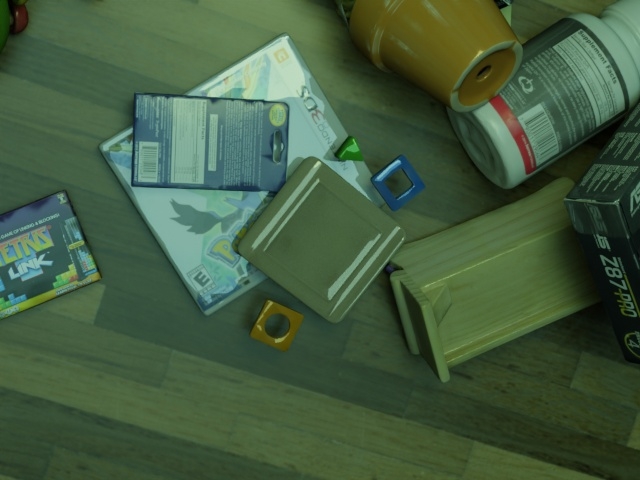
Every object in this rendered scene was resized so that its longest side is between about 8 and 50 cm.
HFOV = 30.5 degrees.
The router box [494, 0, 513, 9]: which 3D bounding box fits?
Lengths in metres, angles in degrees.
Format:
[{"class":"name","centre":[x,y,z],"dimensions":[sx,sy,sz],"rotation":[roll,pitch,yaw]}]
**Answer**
[{"class":"router box","centre":[0.282,-0.394,1.713],"dimensions":[0.038,0.092,0.122],"rotation":[36,86,-11]}]

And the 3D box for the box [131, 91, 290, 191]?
[{"class":"box","centre":[-0.159,-0.140,1.700],"dimensions":[0.225,0.036,0.136],"rotation":[2,93,-10]}]

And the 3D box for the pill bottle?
[{"class":"pill bottle","centre":[0.362,-0.229,1.754],"dimensions":[0.318,0.176,0.176],"rotation":[-32,99,-7]}]

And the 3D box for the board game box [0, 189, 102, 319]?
[{"class":"board game box","centre":[-0.421,0.022,1.694],"dimensions":[0.170,0.048,0.141],"rotation":[-23,99,-8]}]

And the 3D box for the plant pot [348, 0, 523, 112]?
[{"class":"plant pot","centre":[0.176,-0.286,1.639],"dimensions":[0.205,0.205,0.188],"rotation":[-37,64,-6]}]

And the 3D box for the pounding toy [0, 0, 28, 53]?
[{"class":"pounding toy","centre":[-0.455,-0.353,1.611],"dimensions":[0.110,0.183,0.237],"rotation":[-17,106,-32]}]

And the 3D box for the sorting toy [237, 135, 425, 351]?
[{"class":"sorting toy","centre":[0.000,0.000,1.735],"dimensions":[0.196,0.047,0.348],"rotation":[38,90,-17]}]

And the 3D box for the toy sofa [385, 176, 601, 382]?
[{"class":"toy sofa","centre":[0.290,0.054,1.792],"dimensions":[0.362,0.177,0.150],"rotation":[-23,121,-9]}]

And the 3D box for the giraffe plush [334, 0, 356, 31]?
[{"class":"giraffe plush","centre":[0.083,-0.416,1.685],"dimensions":[0.170,0.181,0.210],"rotation":[-24,106,0]}]

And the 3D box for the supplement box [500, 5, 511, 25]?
[{"class":"supplement box","centre":[0.243,-0.344,1.786],"dimensions":[0.083,0.056,0.083],"rotation":[1,94,-11]}]

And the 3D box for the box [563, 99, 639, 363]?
[{"class":"box","centre":[0.525,-0.060,1.709],"dimensions":[0.395,0.097,0.318],"rotation":[-47,125,-30]}]

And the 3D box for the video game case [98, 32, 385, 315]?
[{"class":"video game case","centre":[-0.112,-0.098,1.748],"dimensions":[0.329,0.036,0.300],"rotation":[-32,99,-7]}]
